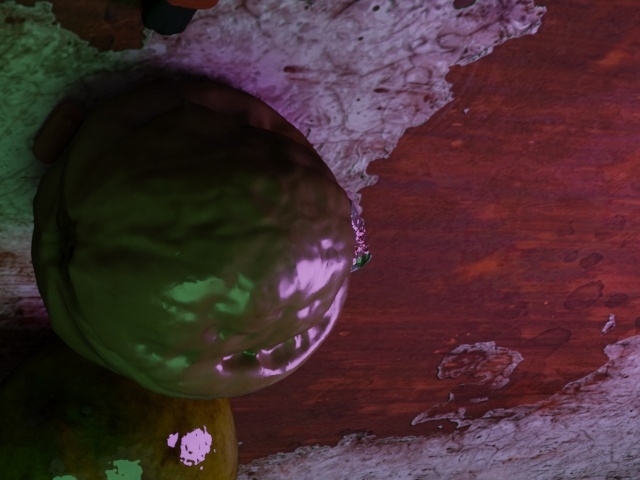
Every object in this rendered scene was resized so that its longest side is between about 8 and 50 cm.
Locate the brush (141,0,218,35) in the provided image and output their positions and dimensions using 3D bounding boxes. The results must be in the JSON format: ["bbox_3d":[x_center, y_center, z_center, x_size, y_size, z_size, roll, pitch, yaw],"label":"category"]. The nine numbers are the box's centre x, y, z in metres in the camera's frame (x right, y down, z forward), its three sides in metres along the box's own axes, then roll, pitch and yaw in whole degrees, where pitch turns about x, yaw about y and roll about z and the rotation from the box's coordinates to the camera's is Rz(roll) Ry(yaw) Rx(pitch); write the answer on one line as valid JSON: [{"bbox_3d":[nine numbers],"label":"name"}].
[{"bbox_3d":[-0.092,-0.324,1.655,0.070,0.051,0.323,8,136,-34],"label":"brush"}]

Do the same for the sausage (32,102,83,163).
[{"bbox_3d":[-0.299,-0.121,1.838,0.034,0.034,0.083,9,136,-39],"label":"sausage"}]

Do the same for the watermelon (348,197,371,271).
[{"bbox_3d":[0.000,0.000,2.157,0.187,0.071,0.139,4,134,-34],"label":"watermelon"}]

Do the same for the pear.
[{"bbox_3d":[-0.284,0.287,2.161,0.352,0.352,0.413,-26,149,5],"label":"pear"}]

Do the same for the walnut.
[{"bbox_3d":[-0.147,0.001,1.856,0.383,0.384,0.384,-15,146,-11],"label":"walnut"}]
